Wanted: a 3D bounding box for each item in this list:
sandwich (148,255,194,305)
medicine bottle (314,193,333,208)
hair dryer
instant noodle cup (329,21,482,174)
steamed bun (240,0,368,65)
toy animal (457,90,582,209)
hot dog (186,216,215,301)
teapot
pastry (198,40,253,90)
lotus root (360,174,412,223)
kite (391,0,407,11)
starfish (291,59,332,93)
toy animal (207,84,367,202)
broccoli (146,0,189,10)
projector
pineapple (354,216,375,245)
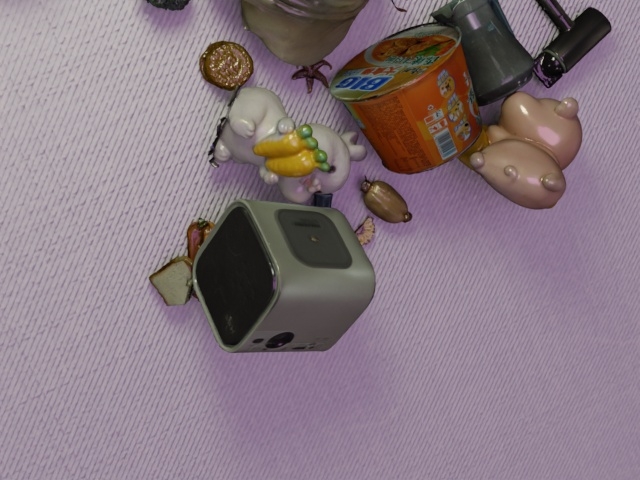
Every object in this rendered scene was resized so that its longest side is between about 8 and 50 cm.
[{"bbox_3d":[-0.295,0.084,1.962,0.105,0.036,0.093,-37,96,21],"label":"sandwich"},{"bbox_3d":[0.000,0.000,2.059,0.090,0.053,0.209,0,103,-18],"label":"medicine bottle"},{"bbox_3d":[0.504,-0.495,2.108,0.195,0.078,0.248,-43,102,-4],"label":"hair dryer"},{"bbox_3d":[0.191,-0.283,1.947,0.296,0.296,0.214,-33,119,-8],"label":"instant noodle cup"},{"bbox_3d":[-0.038,-0.534,1.810,0.339,0.247,0.352,28,92,-26],"label":"steamed bun"},{"bbox_3d":[0.435,-0.220,2.020,0.277,0.345,0.247,36,103,11],"label":"toy animal"},{"bbox_3d":[-0.244,0.039,1.985,0.055,0.072,0.189,-22,118,-58],"label":"hot dog"},{"bbox_3d":[0.354,-0.426,2.027,0.203,0.171,0.225,-41,108,-39],"label":"teapot"},{"bbox_3d":[-0.190,-0.354,1.909,0.109,0.057,0.097,9,98,-21],"label":"pastry"},{"bbox_3d":[0.139,-0.087,2.079,0.150,0.062,0.073,37,82,-22],"label":"lotus root"},{"bbox_3d":[0.120,-0.523,1.835,0.229,0.016,0.127,39,51,-53],"label":"kite"},{"bbox_3d":[-0.015,-0.350,1.984,0.091,0.028,0.078,33,97,-25],"label":"starfish"},{"bbox_3d":[-0.058,-0.185,1.909,0.309,0.247,0.183,23,113,-7],"label":"toy animal"},{"bbox_3d":[-0.282,-0.541,1.813,0.118,0.122,0.204,9,84,2],"label":"broccoli"},{"bbox_3d":[-0.077,0.075,1.886,0.249,0.248,0.249,4,137,-41],"label":"projector"},{"bbox_3d":[0.097,-0.013,2.108,0.045,0.019,0.083,39,90,-16],"label":"pineapple"}]
